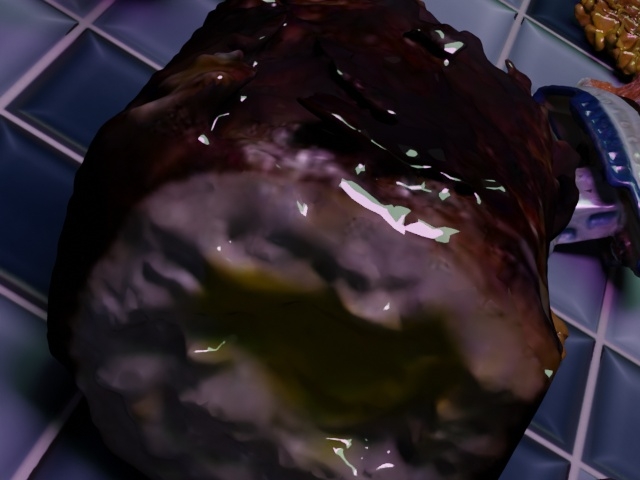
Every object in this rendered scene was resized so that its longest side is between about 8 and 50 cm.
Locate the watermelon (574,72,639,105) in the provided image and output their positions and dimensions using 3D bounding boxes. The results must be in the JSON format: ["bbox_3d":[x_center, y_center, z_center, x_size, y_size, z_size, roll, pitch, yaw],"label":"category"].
[{"bbox_3d":[0.336,-0.122,1.502,0.121,0.158,0.098,59,32,-10],"label":"watermelon"}]

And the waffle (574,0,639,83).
[{"bbox_3d":[0.393,-0.223,1.736,0.231,0.051,0.229,2,44,-39],"label":"waffle"}]

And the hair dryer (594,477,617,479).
[{"bbox_3d":[0.174,0.252,0.875,0.362,0.203,0.128,21,35,-51],"label":"hair dryer"}]

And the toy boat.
[{"bbox_3d":[0.239,-0.056,1.362,0.115,0.114,0.262,-5,41,1],"label":"toy boat"}]

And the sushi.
[{"bbox_3d":[0.000,0.000,0.936,0.299,0.281,0.294,43,32,-12],"label":"sushi"}]

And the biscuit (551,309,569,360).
[{"bbox_3d":[0.160,0.062,1.220,0.092,0.016,0.082,19,37,-23],"label":"biscuit"}]
